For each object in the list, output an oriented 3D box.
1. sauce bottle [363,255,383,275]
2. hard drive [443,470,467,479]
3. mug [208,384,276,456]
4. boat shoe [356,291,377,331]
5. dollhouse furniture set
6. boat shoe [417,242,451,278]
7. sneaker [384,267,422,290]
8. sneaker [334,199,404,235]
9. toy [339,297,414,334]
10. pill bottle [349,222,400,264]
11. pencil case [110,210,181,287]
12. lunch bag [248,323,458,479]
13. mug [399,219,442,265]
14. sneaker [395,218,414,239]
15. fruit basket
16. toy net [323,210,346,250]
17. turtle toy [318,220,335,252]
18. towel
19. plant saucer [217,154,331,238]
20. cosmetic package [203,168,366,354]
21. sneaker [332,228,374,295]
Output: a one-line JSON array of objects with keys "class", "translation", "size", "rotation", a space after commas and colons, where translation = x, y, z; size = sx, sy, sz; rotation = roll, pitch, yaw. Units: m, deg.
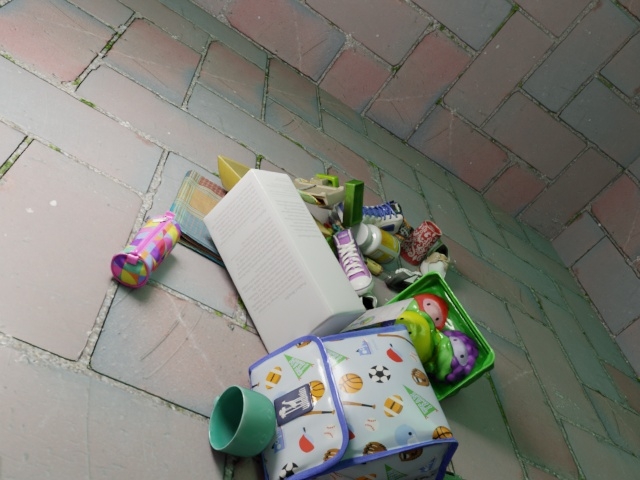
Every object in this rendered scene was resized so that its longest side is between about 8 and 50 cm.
[{"class": "sauce bottle", "translation": [0.167, 0.083, 2.217], "size": [0.128, 0.042, 0.042], "rotation": [32, 27, -18]}, {"class": "hard drive", "translation": [0.242, 0.631, 1.411], "size": [0.339, 0.064, 0.237], "rotation": [23, 30, -29]}, {"class": "mug", "translation": [-0.153, 0.360, 1.246], "size": [0.097, 0.129, 0.157], "rotation": [28, 28, -29]}, {"class": "boat shoe", "translation": [0.150, 0.206, 1.957], "size": [0.083, 0.076, 0.226], "rotation": [35, 26, -10]}, {"class": "dollhouse furniture set", "translation": [-0.002, -0.123, 2.080], "size": [0.198, 0.151, 0.301], "rotation": [13, 18, 26]}, {"class": "boat shoe", "translation": [0.475, 0.098, 2.531], "size": [0.113, 0.103, 0.302], "rotation": [36, 26, -8]}, {"class": "sneaker", "translation": [0.329, 0.163, 2.263], "size": [0.234, 0.078, 0.106], "rotation": [9, 37, -50]}, {"class": "sneaker", "translation": [0.208, -0.095, 2.342], "size": [0.315, 0.182, 0.127], "rotation": [29, 28, -45]}, {"class": "toy", "translation": [0.149, 0.236, 1.750], "size": [0.137, 0.237, 0.056], "rotation": [-37, 107, -55]}, {"class": "pill bottle", "translation": [0.194, 0.008, 2.251], "size": [0.208, 0.117, 0.117], "rotation": [25, 28, -48]}, {"class": "pencil case", "translation": [-0.417, 0.018, 1.483], "size": [0.104, 0.104, 0.236], "rotation": [34, 27, -11]}, {"class": "lunch bag", "translation": [0.051, 0.378, 1.336], "size": [0.386, 0.238, 0.327], "rotation": [-6, 43, -12]}, {"class": "mug", "translation": [0.403, -0.008, 2.530], "size": [0.113, 0.169, 0.150], "rotation": [15, 35, -40]}, {"class": "sneaker", "translation": [0.342, -0.064, 2.640], "size": [0.215, 0.083, 0.084], "rotation": [15, 33, -43]}, {"class": "fruit basket", "translation": [0.321, 0.290, 1.874], "size": [0.392, 0.283, 0.392], "rotation": [48, 12, -14]}, {"class": "toy net", "translation": [0.050, -0.042, 2.266], "size": [0.122, 0.045, 0.232], "rotation": [27, 27, -21]}, {"class": "turtle toy", "translation": [0.000, 0.000, 2.098], "size": [0.130, 0.066, 0.095], "rotation": [34, 53, -11]}, {"class": "towel", "translation": [-0.310, -0.064, 1.824], "size": [0.271, 0.040, 0.370], "rotation": [31, 27, -18]}, {"class": "plant saucer", "translation": [-0.161, -0.114, 1.975], "size": [0.333, 0.081, 0.333], "rotation": [45, 14, 29]}, {"class": "cosmetic package", "translation": [-0.103, 0.060, 1.616], "size": [0.161, 0.230, 0.453], "rotation": [2, 53, -54]}, {"class": "sneaker", "translation": [0.092, 0.060, 2.021], "size": [0.282, 0.102, 0.161], "rotation": [-109, 177, -61]}]
